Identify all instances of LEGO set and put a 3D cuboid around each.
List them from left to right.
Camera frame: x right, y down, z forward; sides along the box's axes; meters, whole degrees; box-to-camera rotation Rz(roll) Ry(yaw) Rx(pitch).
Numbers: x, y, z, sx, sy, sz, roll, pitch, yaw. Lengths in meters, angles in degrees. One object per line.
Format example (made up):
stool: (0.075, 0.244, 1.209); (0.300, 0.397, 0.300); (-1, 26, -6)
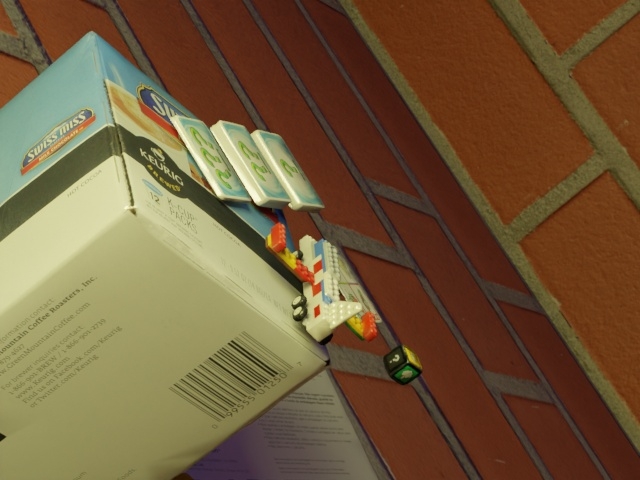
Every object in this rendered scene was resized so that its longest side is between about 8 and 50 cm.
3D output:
LEGO set: (0.000, 0.000, 1.248); (0.244, 0.060, 0.182); (59, 19, 15)

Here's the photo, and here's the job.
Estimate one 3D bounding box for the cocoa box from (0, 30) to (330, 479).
cocoa box: (-0.210, 0.061, 1.256); (0.231, 0.347, 0.228); (40, 20, -37)

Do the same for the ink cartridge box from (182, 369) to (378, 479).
ink cartridge box: (-0.101, 0.167, 1.681); (0.324, 0.071, 0.330); (12, 42, -49)

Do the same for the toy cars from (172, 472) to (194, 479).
toy cars: (-0.158, 0.210, 1.431); (0.176, 0.087, 0.394); (12, 43, -11)
